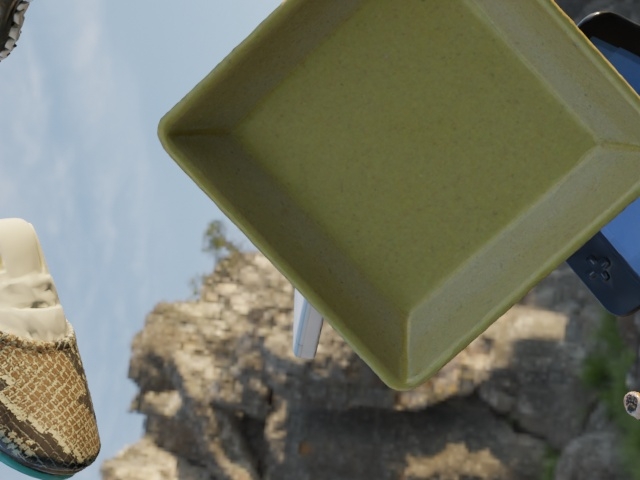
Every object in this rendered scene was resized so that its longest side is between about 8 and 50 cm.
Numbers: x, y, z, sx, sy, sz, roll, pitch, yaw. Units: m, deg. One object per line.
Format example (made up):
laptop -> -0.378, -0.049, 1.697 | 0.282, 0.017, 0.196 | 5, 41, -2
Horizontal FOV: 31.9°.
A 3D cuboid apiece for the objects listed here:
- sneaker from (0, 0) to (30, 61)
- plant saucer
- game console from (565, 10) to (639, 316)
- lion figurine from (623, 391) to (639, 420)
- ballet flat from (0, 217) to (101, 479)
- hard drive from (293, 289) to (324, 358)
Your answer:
sneaker -> -0.394, -0.285, 1.317 | 0.234, 0.106, 0.078 | -37, 60, 43
plant saucer -> 0.084, -0.091, 1.003 | 0.332, 0.333, 0.081 | -42, 5, 10
game console -> 0.322, -0.070, 1.236 | 0.173, 0.250, 0.293 | -19, -24, -50
lion figurine -> 0.534, 0.343, 1.631 | 0.142, 0.240, 0.392 | 46, 122, 53
ballet flat -> -0.363, 0.023, 1.044 | 0.164, 0.482, 0.182 | 10, -71, -59
hard drive -> 0.000, 0.000, 1.919 | 0.233, 0.047, 0.353 | -89, 8, -47
